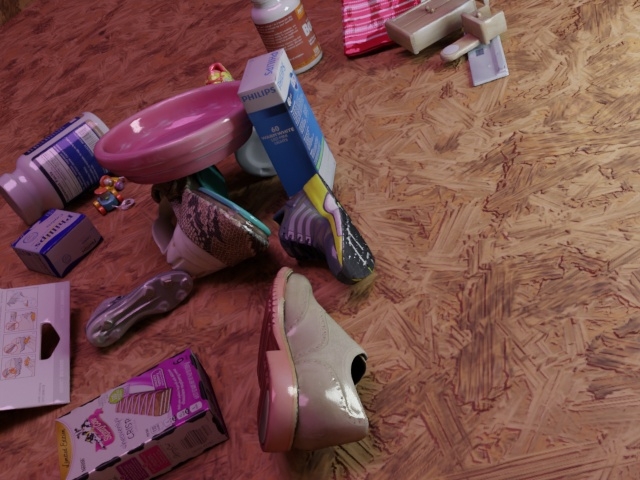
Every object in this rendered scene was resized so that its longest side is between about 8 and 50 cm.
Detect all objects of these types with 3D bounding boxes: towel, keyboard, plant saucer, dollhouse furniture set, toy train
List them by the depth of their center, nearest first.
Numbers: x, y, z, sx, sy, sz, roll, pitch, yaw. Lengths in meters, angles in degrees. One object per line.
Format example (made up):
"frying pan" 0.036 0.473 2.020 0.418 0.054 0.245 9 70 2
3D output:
"plant saucer" -0.259 -0.198 1.809 0.332 0.084 0.332 -17 24 8
"keyboard" 0.337 -0.388 1.969 0.072 0.014 0.256 -21 32 18
"dollhouse furniture set" 0.198 -0.581 1.969 0.173 0.356 0.303 -32 39 -10
"toy train" -0.443 -0.125 2.116 0.125 0.046 0.166 -16 34 17
"towel" 0.134 -0.564 2.202 0.198 0.031 0.275 -10 74 24

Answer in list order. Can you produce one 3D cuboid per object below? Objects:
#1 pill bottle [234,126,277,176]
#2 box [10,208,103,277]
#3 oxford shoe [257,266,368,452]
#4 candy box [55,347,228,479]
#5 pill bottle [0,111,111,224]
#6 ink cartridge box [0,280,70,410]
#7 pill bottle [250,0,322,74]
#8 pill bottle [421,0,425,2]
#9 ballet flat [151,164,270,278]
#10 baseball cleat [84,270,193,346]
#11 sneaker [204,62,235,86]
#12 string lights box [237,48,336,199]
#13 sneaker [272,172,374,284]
"pill bottle" -0.116 -0.230 1.964 0.119 0.119 0.208 -20 33 10
"box" -0.545 0.003 1.983 0.137 0.072 0.126 9 47 42
"oxford shoe" -0.013 0.167 1.359 0.146 0.141 0.397 6 29 -6
"candy box" -0.265 0.275 1.401 0.233 0.071 0.159 -29 33 -3
"pill bottle" -0.589 -0.161 2.171 0.264 0.153 0.153 -39 34 -19
"ink cartridge box" -0.568 0.203 1.679 0.261 0.066 0.296 -4 42 -11
"pill bottle" -0.088 -0.504 2.241 0.121 0.216 0.121 -18 34 13
"pill bottle" 0.171 -0.623 2.318 0.117 0.118 0.208 -38 34 -18
"ballet flat" -0.223 -0.032 1.760 0.182 0.164 0.483 -50 28 3
"baseball cleat" -0.325 0.105 1.685 0.205 0.072 0.109 -30 26 -12
"sneaker" -0.238 -0.347 2.241 0.081 0.094 0.208 -22 34 5
"string lights box" -0.055 -0.200 1.747 0.076 0.260 0.133 -15 33 17
"sneaker" 0.000 0.000 1.591 0.121 0.111 0.300 -35 26 5
